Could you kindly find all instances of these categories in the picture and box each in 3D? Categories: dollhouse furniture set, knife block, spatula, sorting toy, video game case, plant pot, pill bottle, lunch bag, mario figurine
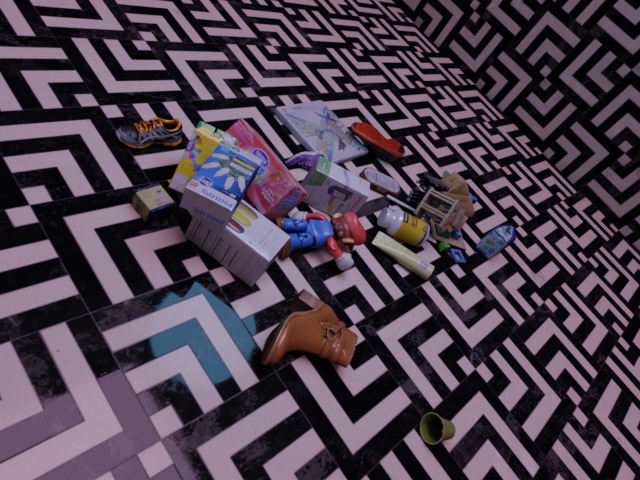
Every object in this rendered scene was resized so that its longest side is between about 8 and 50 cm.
[{"bbox_3d":[0.478,-0.097,1.966,0.129,0.129,0.183,34,-1,33],"label":"dollhouse furniture set"},{"bbox_3d":[0.497,-0.162,2.073,0.276,0.242,0.088,58,2,-41],"label":"knife block"},{"bbox_3d":[0.364,-0.092,2.013,0.242,0.019,0.168,25,43,-18],"label":"spatula"},{"bbox_3d":[0.529,-0.061,2.071,0.196,0.047,0.348,21,43,-27],"label":"sorting toy"},{"bbox_3d":[0.008,-0.452,2.074,0.329,0.036,0.300,50,42,13],"label":"video game case"},{"bbox_3d":[0.335,0.527,1.390,0.079,0.083,0.083,20,42,-37],"label":"plant pot"},{"bbox_3d":[0.311,-0.055,1.878,0.184,0.103,0.103,24,43,-17],"label":"pill bottle"},{"bbox_3d":[0.760,-0.001,2.134,0.096,0.129,0.151,49,40,10],"label":"lunch bag"},{"bbox_3d":[0.000,0.000,1.623,0.320,0.170,0.198,-2,91,-25],"label":"mario figurine"}]

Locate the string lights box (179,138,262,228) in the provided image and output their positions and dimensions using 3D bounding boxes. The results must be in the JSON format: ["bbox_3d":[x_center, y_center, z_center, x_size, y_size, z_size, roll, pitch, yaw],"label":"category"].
[{"bbox_3d":[-0.268,-0.161,1.371,0.133,0.077,0.260,27,40,-7],"label":"string lights box"}]

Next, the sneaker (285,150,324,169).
[{"bbox_3d":[-0.051,-0.296,1.869,0.169,0.068,0.071,-12,88,-31],"label":"sneaker"}]

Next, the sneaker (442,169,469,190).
[{"bbox_3d":[0.645,-0.271,2.350,0.084,0.058,0.152,-17,68,-37],"label":"sneaker"}]

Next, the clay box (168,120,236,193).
[{"bbox_3d":[-0.354,-0.232,1.499,0.127,0.053,0.222,25,83,-15],"label":"clay box"}]

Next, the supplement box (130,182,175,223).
[{"bbox_3d":[-0.470,-0.104,1.394,0.083,0.056,0.083,48,42,11],"label":"supplement box"}]

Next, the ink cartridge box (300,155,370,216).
[{"bbox_3d":[0.048,-0.177,1.760,0.212,0.154,0.093,25,42,-15],"label":"ink cartridge box"}]

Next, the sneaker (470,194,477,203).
[{"bbox_3d":[0.663,-0.176,2.285,0.144,0.053,0.059,1,51,-24],"label":"sneaker"}]

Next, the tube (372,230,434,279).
[{"bbox_3d":[0.300,0.053,1.813,0.240,0.062,0.070,34,-3,3],"label":"tube"}]

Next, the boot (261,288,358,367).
[{"bbox_3d":[-0.022,0.283,1.346,0.220,0.109,0.283,41,33,-3],"label":"boot"}]

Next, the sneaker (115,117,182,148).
[{"bbox_3d":[-0.530,-0.345,1.552,0.214,0.083,0.084,-17,66,-42],"label":"sneaker"}]

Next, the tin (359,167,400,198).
[{"bbox_3d":[0.248,-0.239,2.055,0.189,0.040,0.106,22,39,-18],"label":"tin"}]

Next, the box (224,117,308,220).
[{"bbox_3d":[-0.194,-0.222,1.596,0.300,0.142,0.154,51,6,16],"label":"box"}]

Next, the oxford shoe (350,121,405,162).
[{"bbox_3d":[0.233,-0.417,2.158,0.271,0.098,0.097,28,50,-18],"label":"oxford shoe"}]

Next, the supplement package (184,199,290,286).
[{"bbox_3d":[-0.236,-0.012,1.419,0.244,0.134,0.139,37,40,-1],"label":"supplement package"}]
